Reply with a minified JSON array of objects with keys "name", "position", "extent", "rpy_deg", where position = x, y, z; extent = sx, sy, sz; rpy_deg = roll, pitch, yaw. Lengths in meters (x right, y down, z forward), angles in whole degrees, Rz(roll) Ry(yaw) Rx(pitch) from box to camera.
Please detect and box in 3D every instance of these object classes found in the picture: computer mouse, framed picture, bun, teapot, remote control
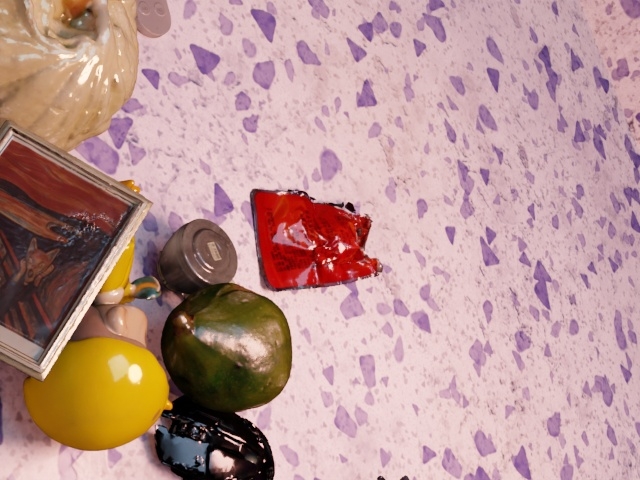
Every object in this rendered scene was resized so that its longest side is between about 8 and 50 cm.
[{"name":"computer mouse","position":[-0.146,0.312,1.462],"extent":[0.241,0.077,0.146],"rpy_deg":[34,51,-33]},{"name":"framed picture","position":[-0.359,0.004,1.183],"extent":[0.216,0.016,0.273],"rpy_deg":[29,63,-6]},{"name":"bun","position":[-0.387,-0.301,1.325],"extent":[0.349,0.227,0.352],"rpy_deg":[45,47,-24]},{"name":"teapot","position":[-0.185,0.043,1.504],"extent":[0.149,0.108,0.111],"rpy_deg":[35,46,-32]},{"name":"remote control","position":[-0.305,-0.455,1.630],"extent":[0.077,0.022,0.245],"rpy_deg":[-9,83,-50]}]

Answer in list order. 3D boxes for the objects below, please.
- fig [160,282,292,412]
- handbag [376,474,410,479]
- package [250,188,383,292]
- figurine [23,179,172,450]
[{"name":"fig","position":[-0.147,0.151,1.376],"extent":[0.245,0.195,0.195],"rpy_deg":[18,60,-66]},{"name":"handbag","position":[0.104,0.588,1.592],"extent":[0.303,0.122,0.329],"rpy_deg":[-42,107,-46]},{"name":"package","position":[0.000,0.000,1.753],"extent":[0.269,0.071,0.194],"rpy_deg":[7,56,-42]},{"name":"figurine","position":[-0.290,0.105,1.293],"extent":[0.187,0.215,0.344],"rpy_deg":[0,65,-9]}]
